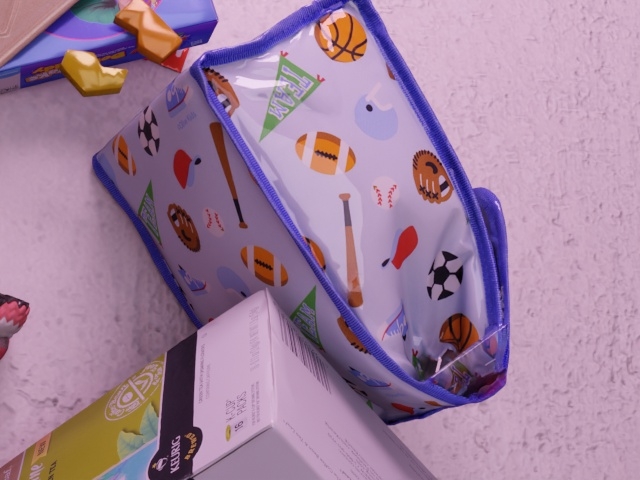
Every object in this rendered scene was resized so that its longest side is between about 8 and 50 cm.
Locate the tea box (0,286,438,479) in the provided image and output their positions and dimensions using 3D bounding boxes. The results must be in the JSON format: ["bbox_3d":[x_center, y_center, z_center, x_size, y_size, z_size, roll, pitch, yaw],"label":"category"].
[{"bbox_3d":[-0.072,0.283,1.144,0.324,0.220,0.329,-34,115,12],"label":"tea box"}]

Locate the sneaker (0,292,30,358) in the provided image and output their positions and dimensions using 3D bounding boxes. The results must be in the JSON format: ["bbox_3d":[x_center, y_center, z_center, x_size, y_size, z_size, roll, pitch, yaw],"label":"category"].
[{"bbox_3d":[-0.334,0.097,1.143,0.116,0.314,0.136,19,84,5],"label":"sneaker"}]

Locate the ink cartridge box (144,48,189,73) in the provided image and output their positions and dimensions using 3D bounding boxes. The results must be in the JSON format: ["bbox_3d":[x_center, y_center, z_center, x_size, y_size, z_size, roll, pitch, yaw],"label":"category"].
[{"bbox_3d":[-0.188,-0.228,1.401,0.115,0.029,0.062,21,74,-17],"label":"ink cartridge box"}]

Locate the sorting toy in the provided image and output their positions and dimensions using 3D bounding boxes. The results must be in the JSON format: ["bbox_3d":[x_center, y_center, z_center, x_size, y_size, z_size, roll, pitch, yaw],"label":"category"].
[{"bbox_3d":[-0.294,-0.247,1.257,0.307,0.041,0.229,46,70,-3],"label":"sorting toy"}]

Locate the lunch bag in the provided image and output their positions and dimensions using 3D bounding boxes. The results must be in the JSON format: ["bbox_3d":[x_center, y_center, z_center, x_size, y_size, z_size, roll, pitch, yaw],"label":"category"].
[{"bbox_3d":[0.000,0.000,1.281,0.239,0.328,0.385,-30,91,-26],"label":"lunch bag"}]

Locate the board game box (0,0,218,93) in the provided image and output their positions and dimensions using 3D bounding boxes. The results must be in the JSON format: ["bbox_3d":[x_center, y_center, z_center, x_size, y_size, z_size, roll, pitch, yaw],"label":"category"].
[{"bbox_3d":[-0.268,-0.344,1.337,0.233,0.078,0.347,-16,85,-15],"label":"board game box"}]
